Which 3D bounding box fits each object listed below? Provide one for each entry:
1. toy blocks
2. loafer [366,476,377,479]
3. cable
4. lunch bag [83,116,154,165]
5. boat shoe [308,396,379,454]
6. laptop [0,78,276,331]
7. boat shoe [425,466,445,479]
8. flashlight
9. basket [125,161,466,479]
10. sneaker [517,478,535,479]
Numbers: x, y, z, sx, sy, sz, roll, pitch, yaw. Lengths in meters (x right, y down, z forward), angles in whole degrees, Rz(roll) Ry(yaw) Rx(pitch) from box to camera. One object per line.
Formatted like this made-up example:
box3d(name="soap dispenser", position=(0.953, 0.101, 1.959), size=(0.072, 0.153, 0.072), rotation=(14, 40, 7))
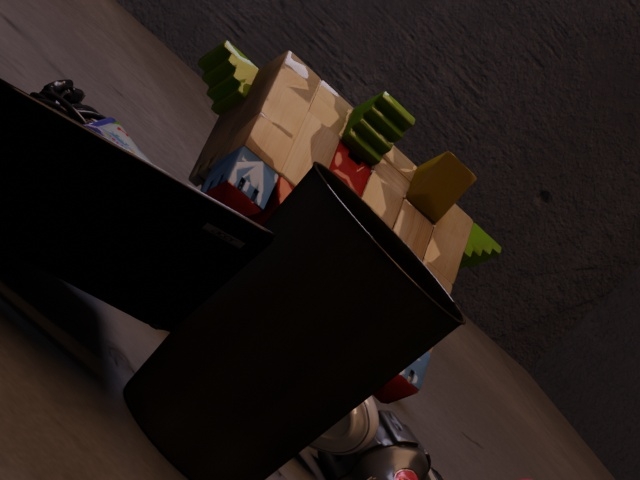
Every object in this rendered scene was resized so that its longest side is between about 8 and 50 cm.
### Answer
box3d(name="toy blocks", position=(0.000, 0.000, 1.536), size=(0.381, 0.191, 0.261), rotation=(41, 47, -22))
box3d(name="loafer", position=(0.013, 0.222, 1.131), size=(0.084, 0.096, 0.267), rotation=(39, 9, -1))
box3d(name="cable", position=(-0.265, -0.118, 1.705), size=(0.150, 0.047, 0.184), rotation=(50, 4, -6))
box3d(name="lunch bag", position=(-0.203, -0.039, 1.397), size=(0.129, 0.096, 0.151), rotation=(48, 21, 3))
box3d(name="boat shoe", position=(-0.060, 0.112, 1.402), size=(0.258, 0.095, 0.084), rotation=(36, 9, 11))
box3d(name="laptop", position=(-0.185, -0.045, 1.133), size=(0.234, 0.136, 0.264), rotation=(30, 11, -19))
box3d(name="boat shoe", position=(0.101, 0.263, 1.560), size=(0.183, 0.065, 0.083), rotation=(52, 5, -6))
box3d(name="flashlight", position=(0.106, 0.268, 1.362), size=(0.103, 0.103, 0.304), rotation=(39, 10, -35))
box3d(name="basket", position=(-0.027, 0.077, 1.155), size=(0.154, 0.227, 0.204), rotation=(42, 8, -28))
box3d(name="sneaker", position=(0.220, 0.393, 1.143), size=(0.483, 0.185, 0.202), rotation=(48, 45, -21))
